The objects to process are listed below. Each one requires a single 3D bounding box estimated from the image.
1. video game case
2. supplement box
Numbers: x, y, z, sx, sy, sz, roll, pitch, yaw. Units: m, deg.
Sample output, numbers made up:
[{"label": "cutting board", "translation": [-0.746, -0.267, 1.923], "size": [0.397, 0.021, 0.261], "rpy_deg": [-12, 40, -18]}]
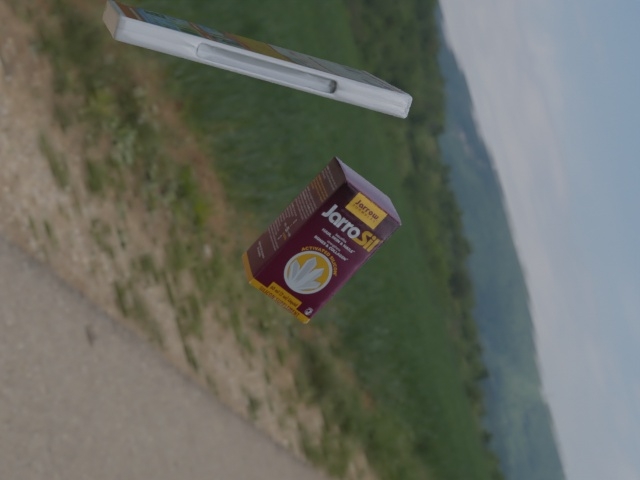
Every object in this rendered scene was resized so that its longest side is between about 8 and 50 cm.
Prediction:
[{"label": "video game case", "translation": [-0.068, -0.181, 1.401], "size": [0.204, 0.285, 0.025], "rpy_deg": [-129, -125, -72]}, {"label": "supplement box", "translation": [0.000, 0.000, 1.843], "size": [0.104, 0.188, 0.081], "rpy_deg": [37, 15, -24]}]
